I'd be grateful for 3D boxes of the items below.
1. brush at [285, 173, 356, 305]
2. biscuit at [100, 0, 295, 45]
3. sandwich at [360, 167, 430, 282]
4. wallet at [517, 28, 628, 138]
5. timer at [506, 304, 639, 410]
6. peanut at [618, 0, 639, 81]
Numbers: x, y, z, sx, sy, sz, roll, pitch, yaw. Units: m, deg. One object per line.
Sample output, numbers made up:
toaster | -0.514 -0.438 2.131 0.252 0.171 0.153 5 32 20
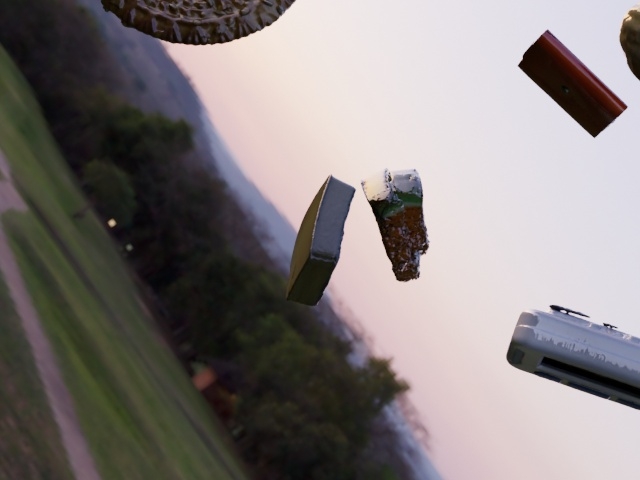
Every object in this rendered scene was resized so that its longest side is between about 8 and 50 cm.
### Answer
brush | 0.000 0.000 1.900 0.059 0.123 0.197 20 46 -8
biscuit | -0.147 -0.375 1.456 0.305 0.305 0.038 55 -10 13
sandwich | 0.114 -0.035 1.656 0.235 0.079 0.159 54 18 -72
wallet | 0.453 -0.279 2.181 0.204 0.045 0.142 45 -17 4
timer | 0.388 0.164 1.658 0.253 0.078 0.178 19 -15 9
peanut | 0.652 -0.279 2.071 0.340 0.158 0.174 52 -14 15
